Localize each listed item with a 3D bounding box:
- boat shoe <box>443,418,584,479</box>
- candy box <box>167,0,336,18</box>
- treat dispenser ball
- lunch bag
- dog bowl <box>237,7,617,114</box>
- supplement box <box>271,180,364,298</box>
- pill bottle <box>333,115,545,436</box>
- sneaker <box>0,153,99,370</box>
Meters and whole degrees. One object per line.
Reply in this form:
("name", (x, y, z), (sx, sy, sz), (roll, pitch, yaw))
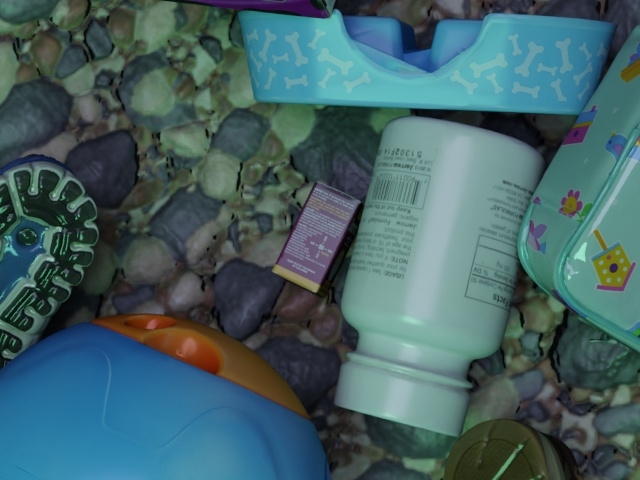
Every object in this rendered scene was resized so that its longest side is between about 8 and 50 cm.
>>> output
("boat shoe", (0.170, 0.308, 1.211), (0.123, 0.123, 0.342), (-17, 69, 32))
("candy box", (-0.040, -0.290, 1.231), (0.159, 0.071, 0.233), (9, 67, 20))
("treat dispenser ball", (-0.134, 0.197, 1.195), (0.288, 0.288, 0.288), (-1, 82, 10))
("lunch bag", (0.292, -0.032, 1.213), (0.224, 0.108, 0.279), (30, 91, -21))
("dog bowl", (0.080, -0.139, 1.274), (0.297, 0.166, 0.074), (4, 95, 10))
("supplement box", (0.000, 0.000, 1.318), (0.043, 0.055, 0.083), (25, 88, 11))
("pill bottle", (0.087, 0.029, 1.259), (0.131, 0.131, 0.229), (13, 85, 11))
("sneaker", (-0.283, 0.073, 1.327), (0.130, 0.147, 0.330), (30, 100, -17))
